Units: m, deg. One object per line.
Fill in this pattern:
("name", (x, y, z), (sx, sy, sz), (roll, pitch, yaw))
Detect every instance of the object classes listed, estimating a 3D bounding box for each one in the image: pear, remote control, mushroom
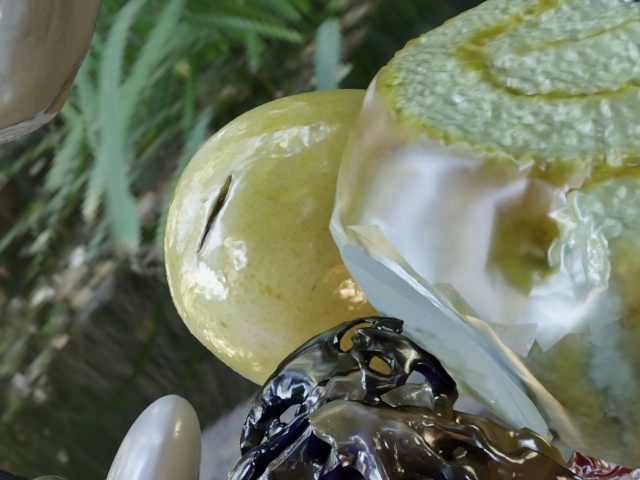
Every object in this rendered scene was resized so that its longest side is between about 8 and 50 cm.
("pear", (0.000, 0.000, 1.662), (0.309, 0.309, 0.309), (-40, 21, 19))
("remote control", (-0.208, 0.334, 1.853), (0.221, 0.103, 0.332), (135, 154, -86))
("mushroom", (-0.210, -0.177, 1.162), (0.350, 0.128, 0.128), (-59, 13, 29))

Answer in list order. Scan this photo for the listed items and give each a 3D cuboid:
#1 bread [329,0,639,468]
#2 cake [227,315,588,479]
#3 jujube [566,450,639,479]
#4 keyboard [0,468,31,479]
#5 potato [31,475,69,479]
("bread", (0.188, 0.008, 1.067), (0.264, 0.239, 0.395), (-33, 34, -19))
("cake", (0.048, 0.187, 0.838), (0.332, 0.332, 0.321), (-92, 4, -62))
("jujube", (0.332, 0.244, 1.567), (0.250, 0.174, 0.174), (-7, 44, 58))
("keyboard", (-0.246, 0.188, 1.127), (0.381, 0.103, 0.041), (121, 167, -64))
("potato", (-0.256, 0.308, 1.531), (0.155, 0.137, 0.200), (-20, 22, -17))
